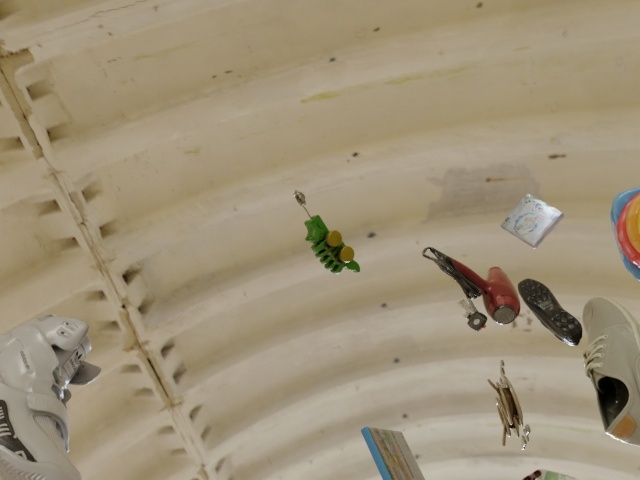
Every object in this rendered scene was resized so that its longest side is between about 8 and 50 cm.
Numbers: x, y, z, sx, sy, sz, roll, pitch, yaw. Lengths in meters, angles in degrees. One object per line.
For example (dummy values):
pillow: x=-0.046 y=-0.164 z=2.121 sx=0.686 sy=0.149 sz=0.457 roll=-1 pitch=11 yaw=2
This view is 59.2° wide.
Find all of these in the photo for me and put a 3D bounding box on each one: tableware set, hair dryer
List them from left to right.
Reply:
hair dryer: x=0.368 y=0.092 z=1.287 sx=0.080 sy=0.224 sz=0.293 roll=-41 pitch=-25 yaw=28
tableware set: x=0.338 y=0.312 z=1.035 sx=0.039 sy=0.128 sz=0.194 roll=-17 pitch=-33 yaw=6

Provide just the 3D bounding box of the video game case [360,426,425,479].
video game case: x=0.129 y=0.373 z=0.942 sx=0.015 sy=0.119 sz=0.166 roll=-34 pitch=-32 yaw=13

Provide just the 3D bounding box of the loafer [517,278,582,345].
loafer: x=0.589 y=0.185 z=1.460 sx=0.076 sy=0.223 sz=0.078 roll=-27 pitch=-50 yaw=-3

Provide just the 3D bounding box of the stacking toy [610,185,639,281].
stacking toy: x=0.569 y=-0.031 z=0.875 sx=0.302 sy=0.165 sz=0.175 roll=18 pitch=-121 yaw=-70

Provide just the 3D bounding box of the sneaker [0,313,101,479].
sneaker: x=-0.415 y=0.237 z=0.858 sx=0.210 sy=0.365 sz=0.137 roll=-33 pitch=-42 yaw=-38

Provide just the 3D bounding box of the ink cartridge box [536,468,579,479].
ink cartridge box: x=0.541 y=0.664 z=1.330 sx=0.181 sy=0.056 sz=0.225 roll=73 pitch=-145 yaw=-70

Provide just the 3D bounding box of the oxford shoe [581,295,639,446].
oxford shoe: x=0.717 y=0.300 z=1.393 sx=0.130 sy=0.449 sz=0.169 roll=9 pitch=-51 yaw=1

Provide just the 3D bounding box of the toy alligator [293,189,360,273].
toy alligator: x=0.000 y=0.000 z=0.976 sx=0.190 sy=0.056 sz=0.051 roll=50 pitch=-117 yaw=-20

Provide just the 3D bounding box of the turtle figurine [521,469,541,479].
turtle figurine: x=0.442 y=0.607 z=1.133 sx=0.274 sy=0.266 sz=0.198 roll=39 pitch=-135 yaw=-18

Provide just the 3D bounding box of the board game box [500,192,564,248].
board game box: x=0.435 y=-0.041 z=1.160 sx=0.090 sy=0.090 sz=0.020 roll=-49 pitch=-43 yaw=2
